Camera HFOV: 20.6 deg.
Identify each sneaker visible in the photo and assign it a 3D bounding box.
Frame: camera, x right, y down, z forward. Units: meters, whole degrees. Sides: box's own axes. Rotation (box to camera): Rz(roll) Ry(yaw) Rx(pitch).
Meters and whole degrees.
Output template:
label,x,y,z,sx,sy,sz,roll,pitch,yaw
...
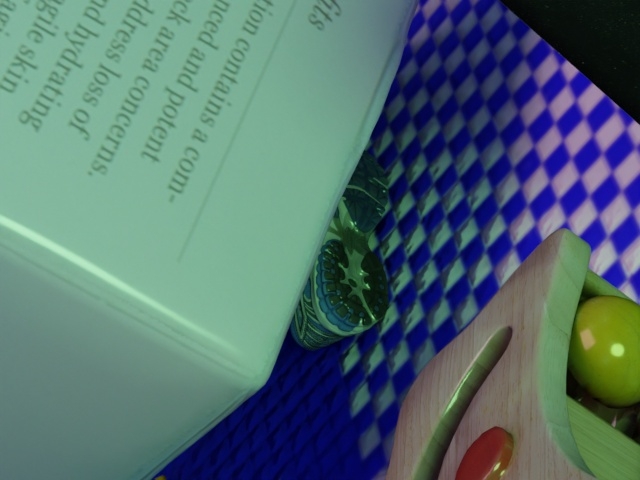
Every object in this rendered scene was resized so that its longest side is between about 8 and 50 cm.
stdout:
label,x,y,z,sx,sy,sz,roll,pitch,yaw
sneaker,0.000,0.000,0.937,0.058,0.052,0.135,-43,32,40

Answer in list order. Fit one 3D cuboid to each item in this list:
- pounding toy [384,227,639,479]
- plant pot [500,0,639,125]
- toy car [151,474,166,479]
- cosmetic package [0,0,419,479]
label,x,y,z,sx,sy,sz,roll,pitch,yaw
pounding toy,0.054,0.094,0.590,0.154,0.155,0.269,-42,20,41
plant pot,0.194,-0.129,0.600,0.167,0.188,0.187,1,64,46
toy car,-0.118,0.171,1.016,0.040,0.060,0.122,61,152,9
cosmetic package,-0.201,-0.095,0.887,0.327,0.393,0.329,-43,20,54
